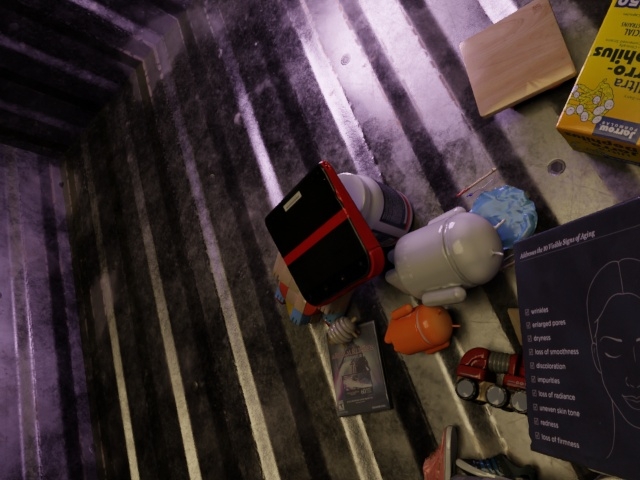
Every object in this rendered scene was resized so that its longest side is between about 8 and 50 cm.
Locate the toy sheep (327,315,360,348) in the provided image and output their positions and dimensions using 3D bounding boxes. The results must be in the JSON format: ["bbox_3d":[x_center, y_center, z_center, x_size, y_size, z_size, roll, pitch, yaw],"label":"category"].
[{"bbox_3d":[0.073,0.288,1.646,0.132,0.091,0.091,-46,56,17],"label":"toy sheep"}]

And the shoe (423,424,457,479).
[{"bbox_3d":[0.327,0.595,1.420,0.081,0.063,0.178,0,85,34],"label":"shoe"}]

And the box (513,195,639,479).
[{"bbox_3d":[0.633,0.185,0.973,0.480,0.298,0.471,134,136,-74],"label":"box"}]

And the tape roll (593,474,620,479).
[{"bbox_3d":[0.670,0.607,1.076,0.246,0.169,0.246,-8,76,37],"label":"tape roll"}]

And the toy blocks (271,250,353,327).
[{"bbox_3d":[-0.039,0.165,1.755,0.381,0.191,0.260,31,112,38],"label":"toy blocks"}]

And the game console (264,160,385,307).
[{"bbox_3d":[0.000,0.000,1.501,0.386,0.060,0.342,-38,76,51],"label":"game console"}]

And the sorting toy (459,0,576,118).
[{"bbox_3d":[0.556,-0.499,1.454,0.257,0.089,0.255,-22,68,33],"label":"sorting toy"}]

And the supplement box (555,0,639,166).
[{"bbox_3d":[0.741,-0.380,1.212,0.194,0.195,0.356,27,98,39],"label":"supplement box"}]

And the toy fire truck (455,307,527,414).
[{"bbox_3d":[0.470,0.306,1.327,0.217,0.158,0.246,3,71,39],"label":"toy fire truck"}]

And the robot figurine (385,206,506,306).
[{"bbox_3d":[0.345,0.046,1.417,0.353,0.200,0.299,-25,46,41],"label":"robot figurine"}]

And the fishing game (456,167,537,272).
[{"bbox_3d":[0.506,-0.063,1.434,0.189,0.041,0.264,-39,68,28],"label":"fishing game"}]

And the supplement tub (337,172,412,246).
[{"bbox_3d":[0.141,-0.091,1.579,0.191,0.272,0.191,-9,74,37],"label":"supplement tub"}]

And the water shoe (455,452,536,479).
[{"bbox_3d":[0.453,0.590,1.332,0.203,0.073,0.080,5,55,41],"label":"water shoe"}]

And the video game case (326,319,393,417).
[{"bbox_3d":[0.119,0.412,1.651,0.196,0.026,0.274,-22,68,33],"label":"video game case"}]

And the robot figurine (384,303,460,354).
[{"bbox_3d":[0.286,0.253,1.475,0.219,0.128,0.158,-32,75,43],"label":"robot figurine"}]

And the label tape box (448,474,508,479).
[{"bbox_3d":[0.456,0.699,1.188,0.348,0.115,0.249,-21,80,47],"label":"label tape box"}]
